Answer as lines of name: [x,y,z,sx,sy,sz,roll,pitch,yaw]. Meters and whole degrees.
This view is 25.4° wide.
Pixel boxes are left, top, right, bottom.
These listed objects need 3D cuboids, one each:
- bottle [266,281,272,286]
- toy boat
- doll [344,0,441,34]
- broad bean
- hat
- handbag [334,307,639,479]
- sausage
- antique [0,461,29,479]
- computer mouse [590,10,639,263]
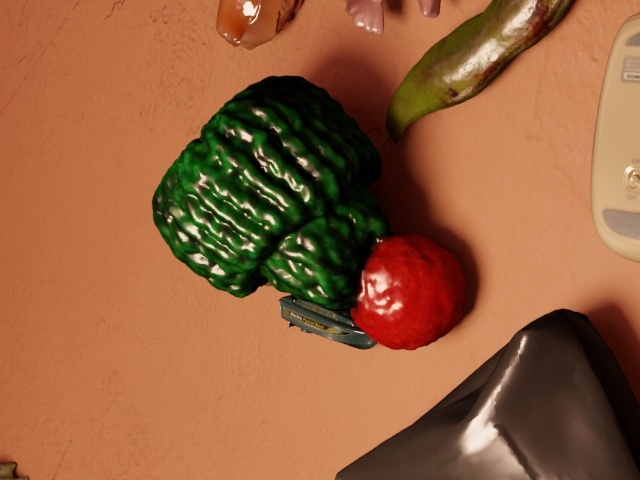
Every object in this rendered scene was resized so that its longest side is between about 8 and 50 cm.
bottle: [-0.085,-0.007,1.678,0.140,0.053,0.053,49,121,31]
toy boat: [0.019,0.087,1.578,0.141,0.055,0.060,20,111,42]
doll: [0.098,-0.338,1.476,0.211,0.093,0.262,46,117,26]
broad bean: [0.171,-0.203,1.430,0.339,0.061,0.077,-42,56,34]
hat: [0.000,0.000,1.496,0.332,0.274,0.242,40,117,6]
handbag: [0.193,0.267,1.365,0.342,0.152,0.288,-44,73,35]
sausage: [-0.020,-0.412,1.592,0.094,0.094,0.419,46,121,50]
antique: [-0.538,0.412,2.060,0.284,0.150,0.125,-27,71,32]
computer mouse: [0.318,-0.094,1.277,0.145,0.082,0.236,8,94,44]
